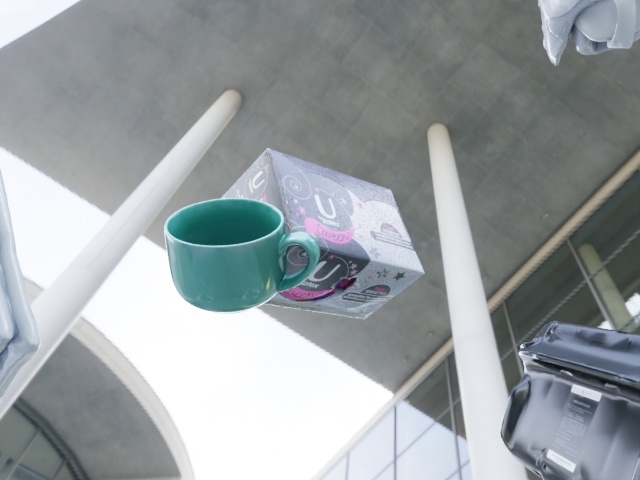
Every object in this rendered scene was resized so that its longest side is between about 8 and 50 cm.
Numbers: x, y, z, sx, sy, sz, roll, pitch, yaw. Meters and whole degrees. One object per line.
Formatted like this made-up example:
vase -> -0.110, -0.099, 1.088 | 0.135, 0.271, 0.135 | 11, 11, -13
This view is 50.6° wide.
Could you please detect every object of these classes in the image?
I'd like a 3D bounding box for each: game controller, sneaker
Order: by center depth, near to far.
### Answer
game controller -> 0.264, 0.165, 0.650 | 0.067, 0.319, 0.166 | 15, -94, -5
sneaker -> 0.265, -0.303, 0.709 | 0.137, 0.366, 0.210 | -14, -75, 16

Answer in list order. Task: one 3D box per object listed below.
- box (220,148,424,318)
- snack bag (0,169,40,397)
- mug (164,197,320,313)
box -> 0.000, 0.000, 0.950 | 0.247, 0.163, 0.142 | 13, -44, -39
snack bag -> -0.325, -0.005, 0.577 | 0.342, 0.037, 0.323 | -38, -113, 46
mug -> -0.093, 0.026, 0.741 | 0.158, 0.129, 0.097 | 26, -53, 42
